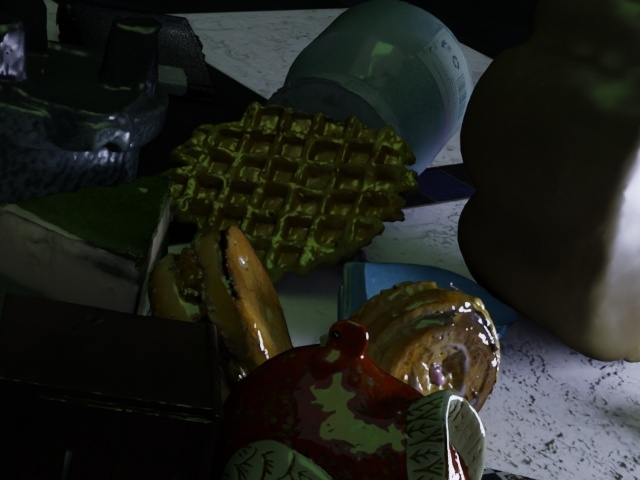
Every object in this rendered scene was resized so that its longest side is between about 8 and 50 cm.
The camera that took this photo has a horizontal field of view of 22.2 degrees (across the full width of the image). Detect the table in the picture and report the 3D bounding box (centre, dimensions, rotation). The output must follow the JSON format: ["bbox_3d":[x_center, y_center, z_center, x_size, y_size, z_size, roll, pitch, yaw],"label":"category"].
[{"bbox_3d":[-0.198,0.169,1.420,0.193,0.169,0.172,11,23,-10],"label":"table"}]

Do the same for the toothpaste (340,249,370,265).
[{"bbox_3d":[0.000,0.000,2.093,0.170,0.028,0.045,29,34,34],"label":"toothpaste"}]

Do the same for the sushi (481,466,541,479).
[{"bbox_3d":[0.214,0.259,1.633,0.120,0.026,0.126,12,23,-2],"label":"sushi"}]

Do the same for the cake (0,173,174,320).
[{"bbox_3d":[-0.257,0.015,1.749,0.172,0.158,0.283,13,22,0],"label":"cake"}]

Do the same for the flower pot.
[{"bbox_3d":[-0.310,-0.129,1.871,0.299,0.283,0.299,11,19,-4],"label":"flower pot"}]

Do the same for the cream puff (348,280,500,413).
[{"bbox_3d":[0.098,0.118,1.697,0.189,0.189,0.129,-1,21,-32],"label":"cream puff"}]

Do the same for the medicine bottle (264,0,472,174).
[{"bbox_3d":[0.056,-0.181,2.266,0.245,0.245,0.290,21,31,15],"label":"medicine bottle"}]

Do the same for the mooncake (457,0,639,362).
[{"bbox_3d":[0.365,-0.090,1.968,0.262,0.467,0.467,27,26,32],"label":"mooncake"}]

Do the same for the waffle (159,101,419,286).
[{"bbox_3d":[-0.045,-0.072,2.046,0.307,0.060,0.312,-36,55,-23],"label":"waffle"}]

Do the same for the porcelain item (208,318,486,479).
[{"bbox_3d":[0.022,0.181,1.446,0.253,0.253,0.253,12,23,-5],"label":"porcelain item"}]

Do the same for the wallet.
[{"bbox_3d":[-0.293,-0.297,2.562,0.221,0.071,0.262,9,27,-23],"label":"wallet"}]

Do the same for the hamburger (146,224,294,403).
[{"bbox_3d":[-0.098,0.091,1.662,0.118,0.191,0.182,-27,19,13],"label":"hamburger"}]

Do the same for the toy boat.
[{"bbox_3d":[0.121,0.087,1.903,0.237,0.098,0.109,12,65,-27],"label":"toy boat"}]
